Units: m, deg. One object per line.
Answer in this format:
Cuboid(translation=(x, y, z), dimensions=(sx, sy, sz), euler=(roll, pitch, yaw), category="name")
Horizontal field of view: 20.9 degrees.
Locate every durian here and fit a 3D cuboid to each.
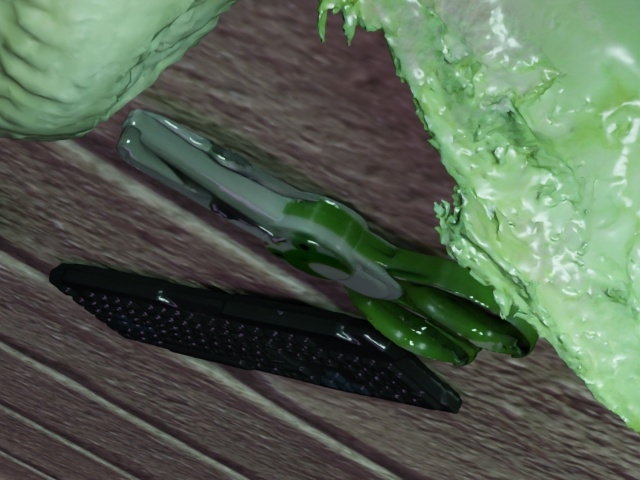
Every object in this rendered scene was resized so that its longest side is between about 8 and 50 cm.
Cuboid(translation=(0.068, -0.039, 0.456), dimensions=(0.215, 0.100, 0.086), euler=(55, 155, -13), category="durian")

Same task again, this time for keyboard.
Cuboid(translation=(-0.044, 0.055, 0.980), dimensions=(0.262, 0.016, 0.106), euler=(9, 155, 40), category="keyboard")

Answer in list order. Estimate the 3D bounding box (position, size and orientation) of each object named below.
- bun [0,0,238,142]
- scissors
Cuboid(translation=(-0.094, -0.122, 0.397), dimensions=(0.221, 0.108, 0.221), euler=(33, 150, 22), category="bun")
Cuboid(translation=(0.000, 0.000, 0.761), dimensions=(0.204, 0.027, 0.101), euler=(30, 158, -20), category="scissors")
